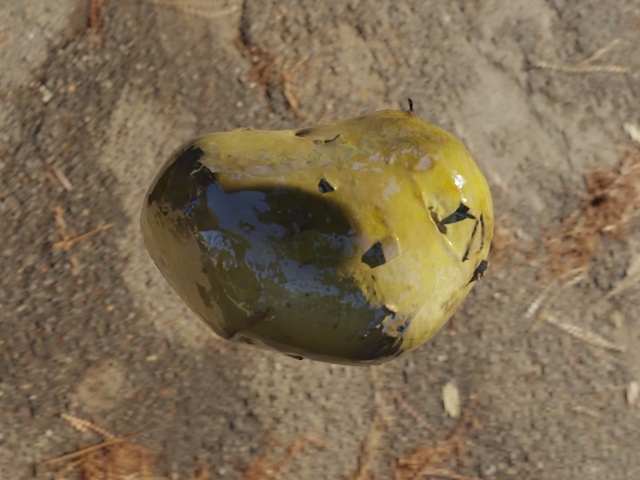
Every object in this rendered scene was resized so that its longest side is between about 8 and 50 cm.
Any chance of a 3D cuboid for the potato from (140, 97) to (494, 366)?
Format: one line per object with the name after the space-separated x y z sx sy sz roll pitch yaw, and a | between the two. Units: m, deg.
0.000 0.000 0.676 0.175 0.137 0.137 -4 82 -12 | potato
